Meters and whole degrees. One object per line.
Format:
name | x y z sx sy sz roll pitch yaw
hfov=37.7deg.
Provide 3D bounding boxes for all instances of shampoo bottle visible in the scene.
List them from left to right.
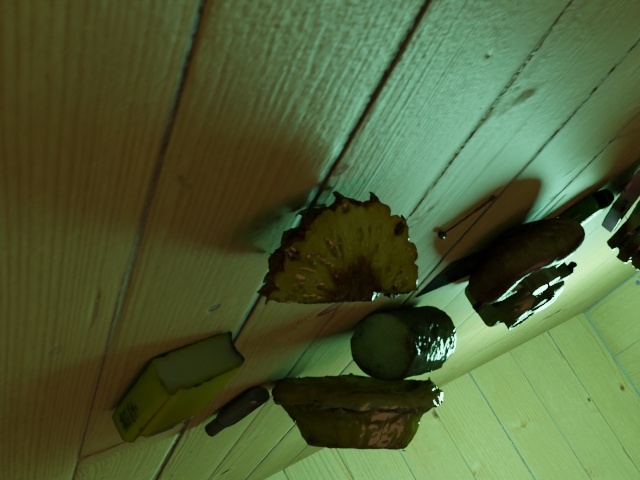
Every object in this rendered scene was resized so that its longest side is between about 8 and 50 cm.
shampoo bottle | -0.187 0.377 2.047 0.165 0.040 0.080 -39 163 23

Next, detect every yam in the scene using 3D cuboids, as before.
yam | 0.191 0.225 2.066 0.161 0.161 0.268 -38 159 25

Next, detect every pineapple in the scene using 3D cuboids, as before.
pineapple | 0.005 0.000 1.228 0.249 0.140 0.164 -2 -168 -31

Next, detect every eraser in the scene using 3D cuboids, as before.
eraser | -0.236 0.245 1.534 0.158 0.069 0.226 -20 160 -39

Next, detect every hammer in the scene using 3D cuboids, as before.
hammer | 0.259 -0.041 1.653 0.123 0.014 0.029 -36 171 13

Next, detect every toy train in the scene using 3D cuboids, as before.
toy train | 0.564 -0.046 2.103 0.209 0.044 0.042 -39 162 20

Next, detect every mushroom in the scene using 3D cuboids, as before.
mushroom | 0.433 0.046 1.973 0.278 0.146 0.278 -32 168 -8

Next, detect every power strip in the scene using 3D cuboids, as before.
power strip | 0.701 -0.088 2.153 0.109 0.037 0.279 -53 166 -1

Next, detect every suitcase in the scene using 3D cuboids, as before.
suitcase | 0.479 0.106 2.222 0.234 0.143 0.194 -18 159 -42

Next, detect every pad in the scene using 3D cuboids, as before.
pad | 0.334 0.056 2.078 0.243 0.004 0.164 -19 159 -34

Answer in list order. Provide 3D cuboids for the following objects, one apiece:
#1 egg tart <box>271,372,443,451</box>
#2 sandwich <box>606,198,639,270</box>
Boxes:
egg tart | 0.082 0.378 2.061 0.387 0.169 0.388 1 172 0
sandwich | 0.757 -0.088 2.042 0.254 0.099 0.288 -40 162 -40
